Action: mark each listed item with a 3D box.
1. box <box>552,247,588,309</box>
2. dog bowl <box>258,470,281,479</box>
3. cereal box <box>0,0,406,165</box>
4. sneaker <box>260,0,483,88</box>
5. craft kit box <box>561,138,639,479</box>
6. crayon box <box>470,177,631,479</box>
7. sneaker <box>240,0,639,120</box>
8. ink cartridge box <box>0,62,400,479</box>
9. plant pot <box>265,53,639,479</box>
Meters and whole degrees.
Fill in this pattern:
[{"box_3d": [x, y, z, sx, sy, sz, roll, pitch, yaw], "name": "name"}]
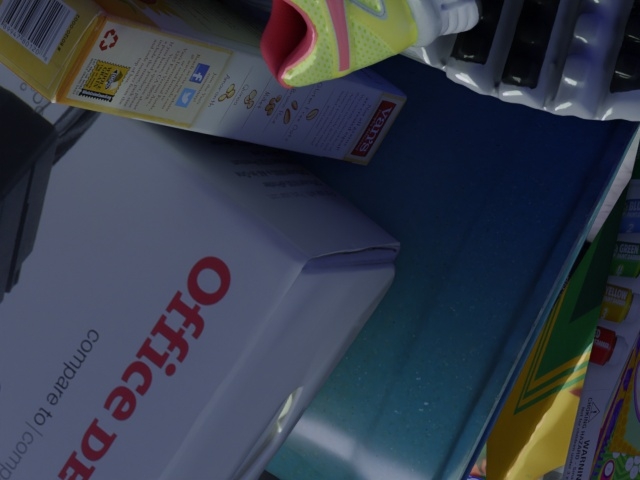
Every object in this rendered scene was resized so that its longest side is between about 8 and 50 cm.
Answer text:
[{"box_3d": [0.109, 0.085, 1.501, 0.142, 0.163, 0.247, 21, 166, -26], "name": "box"}, {"box_3d": [-0.083, 0.086, 1.346, 0.102, 0.349, 0.349, -12, 155, 35], "name": "dog bowl"}, {"box_3d": [-0.087, -0.104, 0.855, 0.173, 0.047, 0.240, 37, -166, 28], "name": "cereal box"}, {"box_3d": [-0.024, -0.132, 0.672, 0.208, 0.094, 0.081, 57, -175, -33], "name": "sneaker"}, {"box_3d": [0.207, 0.011, 0.859, 0.061, 0.250, 0.246, 19, 166, -21], "name": "craft kit box"}, {"box_3d": [0.238, 0.106, 1.270, 0.202, 0.081, 0.318, 15, 134, -9], "name": "crayon box"}, {"box_3d": [0.028, -0.125, 0.808, 0.292, 0.110, 0.118, 21, 177, 6], "name": "sneaker"}, {"box_3d": [-0.154, 0.005, 0.914, 0.307, 0.223, 0.129, 38, -166, 16], "name": "ink cartridge box"}, {"box_3d": [0.000, 0.000, 1.051, 0.255, 0.272, 0.271, 26, 169, 7], "name": "plant pot"}]
